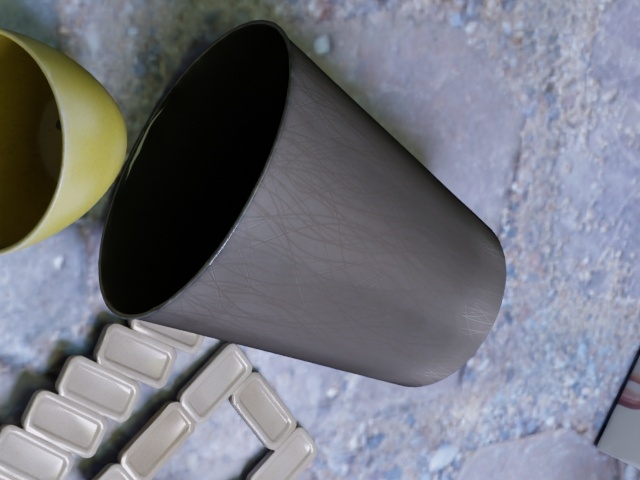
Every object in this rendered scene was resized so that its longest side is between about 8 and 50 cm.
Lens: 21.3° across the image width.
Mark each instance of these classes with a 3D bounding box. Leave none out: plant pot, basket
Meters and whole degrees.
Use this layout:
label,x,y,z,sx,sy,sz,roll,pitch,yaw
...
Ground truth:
label,x,y,z,sx,sy,sz,roll,pitch,yaw
plant pot,-0.172,-0.059,1.020,0.095,0.134,0.134,-6,106,-57
basket,0.000,0.000,1.112,0.227,0.154,0.204,30,87,-35

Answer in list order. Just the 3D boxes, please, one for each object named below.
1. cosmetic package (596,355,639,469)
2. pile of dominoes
label,x,y,z,sx,sy,sz,roll,pitch,yaw
cosmetic package,0.364,0.075,1.349,0.153,0.129,0.296,30,85,-33
pile of dominoes,-0.139,0.162,1.146,0.251,0.040,0.196,-46,120,-22
